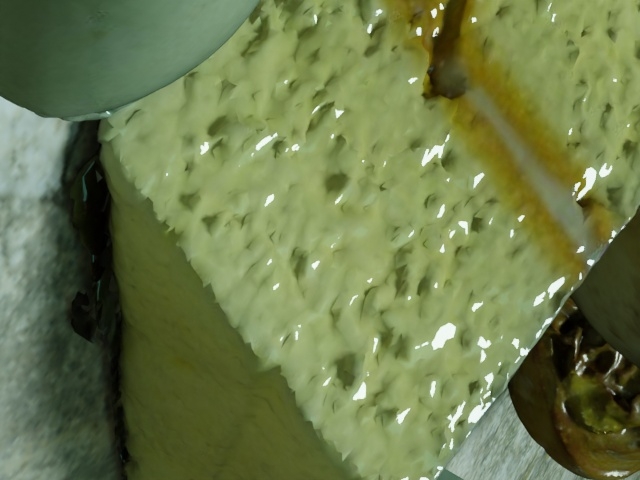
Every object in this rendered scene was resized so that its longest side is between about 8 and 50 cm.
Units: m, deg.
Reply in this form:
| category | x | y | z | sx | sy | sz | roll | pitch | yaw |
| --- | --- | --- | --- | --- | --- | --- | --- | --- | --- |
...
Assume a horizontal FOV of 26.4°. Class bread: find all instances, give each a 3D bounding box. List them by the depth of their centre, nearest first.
| category | x | y | z | sx | sy | sz | roll | pitch | yaw |
| --- | --- | --- | --- | --- | --- | --- | --- | --- | --- |
| bread | 0.000 | 0.000 | 0.734 | 0.345 | 0.242 | 0.405 | -48 | -175 | -33 |

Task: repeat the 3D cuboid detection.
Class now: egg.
| category | x | y | z | sx | sy | sz | roll | pitch | yaw |
| --- | --- | --- | --- | --- | --- | --- | --- | --- | --- |
| egg | -0.061 | -0.109 | 0.401 | 0.114 | 0.114 | 0.152 | -3 | 114 | -61 |

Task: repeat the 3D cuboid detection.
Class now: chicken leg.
| category | x | y | z | sx | sy | sz | roll | pitch | yaw |
| --- | --- | --- | --- | --- | --- | --- | --- | --- | --- |
| chicken leg | 0.287 | -0.007 | 1.126 | 0.409 | 0.182 | 0.295 | -40 | 132 | -44 |

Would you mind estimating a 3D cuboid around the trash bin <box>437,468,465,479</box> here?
| category | x | y | z | sx | sy | sz | roll | pitch | yaw |
| --- | --- | --- | --- | --- | --- | --- | --- | --- | --- |
| trash bin | 0.068 | 0.208 | 0.946 | 0.116 | 0.130 | 0.059 | -37 | 145 | -41 |

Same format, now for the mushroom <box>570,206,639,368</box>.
| category | x | y | z | sx | sy | sz | roll | pitch | yaw |
| --- | --- | --- | --- | --- | --- | --- | --- | --- | --- |
| mushroom | 0.286 | -0.054 | 0.861 | 0.290 | 0.297 | 0.297 | -17 | 141 | -10 |
